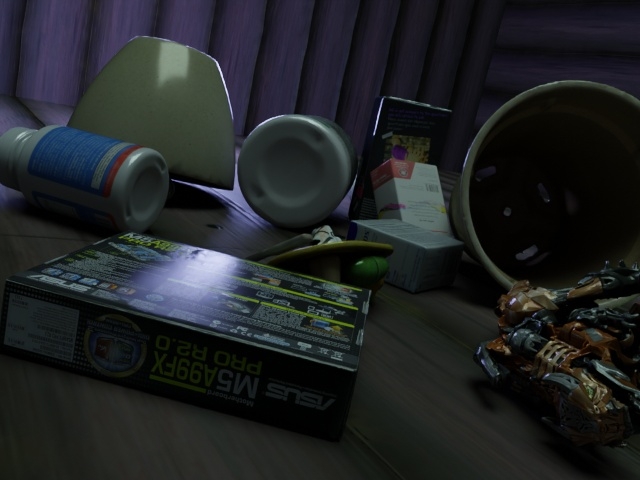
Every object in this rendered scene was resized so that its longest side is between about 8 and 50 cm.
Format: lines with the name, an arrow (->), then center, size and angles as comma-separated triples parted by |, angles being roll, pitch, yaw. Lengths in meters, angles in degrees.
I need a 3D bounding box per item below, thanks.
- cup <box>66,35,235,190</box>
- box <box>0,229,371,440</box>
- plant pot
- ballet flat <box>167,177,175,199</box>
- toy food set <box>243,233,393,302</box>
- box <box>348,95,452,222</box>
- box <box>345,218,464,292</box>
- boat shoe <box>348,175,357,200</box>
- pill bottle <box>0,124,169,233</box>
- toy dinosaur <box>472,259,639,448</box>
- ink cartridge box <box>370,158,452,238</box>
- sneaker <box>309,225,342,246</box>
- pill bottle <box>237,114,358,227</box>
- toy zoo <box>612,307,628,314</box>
cup -> -0.306, -0.248, 1.187 | 0.331, 0.237, 0.331 | 13, 0, 0
box -> -0.095, 0.066, 0.545 | 0.270, 0.060, 0.216 | 14, 12, 4
plant pot -> 0.357, -0.059, 1.020 | 0.334, 0.334, 0.305 | 12, -1, -2
ballet flat -> -0.333, -0.096, 1.020 | 0.203, 0.074, 0.074 | 6, 14, -38
toy food set -> 0.008, 0.049, 0.722 | 0.128, 0.071, 0.218 | -19, -14, 33
box -> 0.156, -0.151, 1.269 | 0.143, 0.270, 0.165 | 12, 12, -4
box -> 0.126, 0.019, 0.941 | 0.137, 0.072, 0.126 | 22, 16, 36
boat shoe -> 0.157, -0.130, 1.626 | 0.081, 0.079, 0.227 | 15, 9, 33
pill bottle -> -0.338, -0.092, 0.861 | 0.221, 0.124, 0.124 | 17, 13, 14
toy dinosaur -> 0.254, 0.088, 0.611 | 0.218, 0.164, 0.322 | -6, 34, 2
ink cartridge box -> 0.167, -0.039, 1.108 | 0.115, 0.198, 0.067 | 4, -22, -33
sneaker -> 0.000, 0.000, 0.982 | 0.043, 0.040, 0.109 | 1, 12, -17
pill bottle -> -0.029, -0.151, 1.245 | 0.204, 0.204, 0.361 | 13, 13, 5
toy zoo -> 0.438, 0.149, 0.765 | 0.192, 0.030, 0.293 | 19, 13, 27
